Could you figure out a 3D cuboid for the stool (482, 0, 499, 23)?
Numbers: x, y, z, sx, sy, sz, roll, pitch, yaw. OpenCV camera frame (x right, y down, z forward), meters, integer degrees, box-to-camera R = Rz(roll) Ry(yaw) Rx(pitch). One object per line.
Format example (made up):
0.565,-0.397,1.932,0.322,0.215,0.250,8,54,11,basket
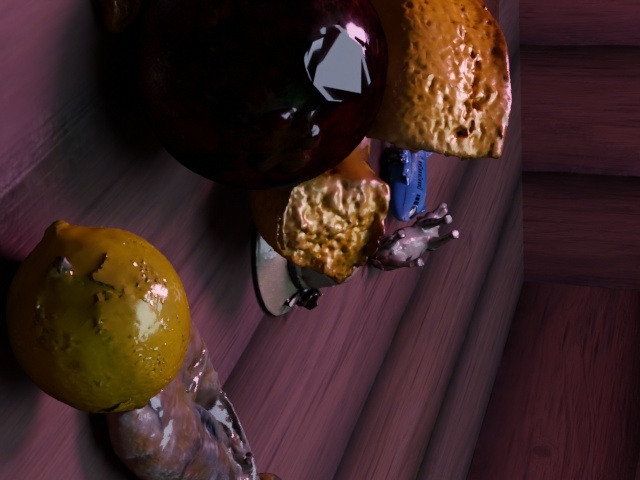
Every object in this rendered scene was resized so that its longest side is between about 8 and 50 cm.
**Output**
0.161,-0.391,1.869,0.179,0.264,0.179,4,90,-71,stool

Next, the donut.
0.043,-0.176,1.455,0.163,0.435,0.377,15,45,-32,donut

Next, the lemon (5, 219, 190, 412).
-0.208,0.079,1.036,0.173,0.173,0.206,-62,148,-49,lemon

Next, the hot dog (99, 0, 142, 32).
-0.215,-0.262,1.151,0.058,0.035,0.083,-50,141,-54,hot dog

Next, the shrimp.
-0.157,0.235,1.360,0.445,0.110,0.221,66,25,-48,shrimp

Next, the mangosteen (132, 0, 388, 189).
-0.069,-0.209,1.225,0.311,0.311,0.311,4,90,-71,mangosteen

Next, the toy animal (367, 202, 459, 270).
0.208,-0.007,2.193,0.255,0.170,0.090,-25,91,-45,toy animal

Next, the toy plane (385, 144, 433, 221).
0.180,-0.130,2.232,0.271,0.105,0.254,-64,151,-45,toy plane

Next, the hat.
0.000,0.000,1.697,0.257,0.130,0.257,5,90,-71,hat
